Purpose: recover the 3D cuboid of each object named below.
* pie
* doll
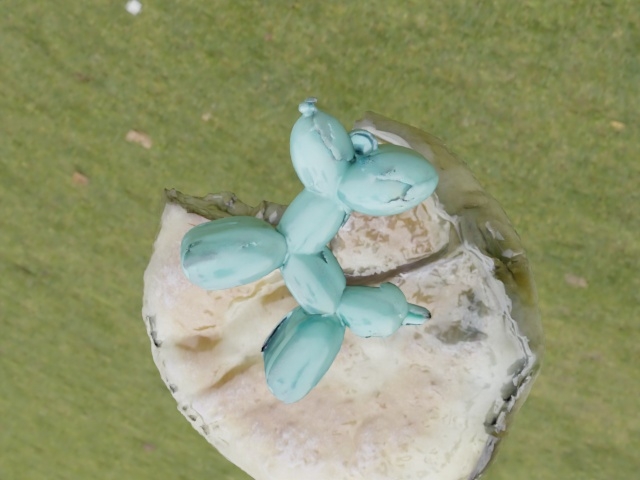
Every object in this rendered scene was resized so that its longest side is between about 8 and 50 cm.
[{"bbox_3d":[0.011,0.070,0.897,0.337,0.338,0.075,15,-166,17],"label":"pie"},{"bbox_3d":[0.000,0.000,0.679,0.159,0.158,0.059,62,-179,-16],"label":"doll"}]
